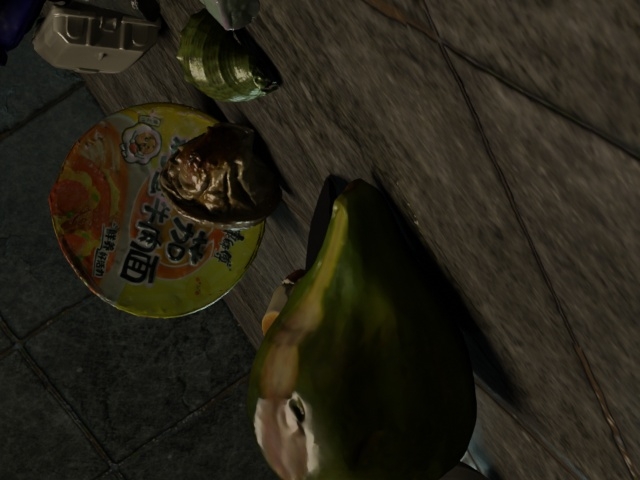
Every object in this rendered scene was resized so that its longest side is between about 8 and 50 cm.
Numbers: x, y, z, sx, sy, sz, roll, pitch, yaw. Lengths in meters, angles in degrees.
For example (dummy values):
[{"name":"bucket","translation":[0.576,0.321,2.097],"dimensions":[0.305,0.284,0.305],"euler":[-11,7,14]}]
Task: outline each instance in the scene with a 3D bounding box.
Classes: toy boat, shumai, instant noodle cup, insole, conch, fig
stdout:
[{"name":"toy boat","translation":[-0.285,-0.271,1.759],"dimensions":[0.140,0.141,0.269],"euler":[58,171,-19]},{"name":"shumai","translation":[-0.107,-0.084,1.598],"dimensions":[0.145,0.146,0.116],"euler":[50,148,34]},{"name":"instant noodle cup","translation":[-0.188,-0.035,1.793],"dimensions":[0.264,0.264,0.200],"euler":[55,-179,2]},{"name":"insole","translation":[0.000,0.000,1.386],"dimensions":[0.309,0.012,0.110],"euler":[122,153,-83]},{"name":"conch","translation":[-0.083,-0.164,1.289],"dimensions":[0.121,0.074,0.089],"euler":[31,-167,29]},{"name":"fig","translation":[0.042,0.080,1.206],"dimensions":[0.206,0.206,0.274],"euler":[-139,49,-60]}]

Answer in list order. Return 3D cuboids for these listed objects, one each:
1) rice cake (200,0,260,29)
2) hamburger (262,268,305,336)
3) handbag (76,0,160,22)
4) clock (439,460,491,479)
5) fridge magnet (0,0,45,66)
[{"name":"rice cake","translation":[-0.110,-0.268,1.027],"dimensions":[0.127,0.043,0.237],"euler":[49,168,41]},{"name":"hamburger","translation":[0.012,0.133,1.732],"dimensions":[0.173,0.116,0.210],"euler":[33,154,49]},{"name":"handbag","translation":[-0.264,-0.352,1.500],"dimensions":[0.270,0.089,0.175],"euler":[59,164,-24]},{"name":"clock","translation":[0.116,0.352,1.559],"dimensions":[0.230,0.230,0.083],"euler":[57,167,-10]},{"name":"fridge magnet","translation":[-0.382,-0.336,1.732],"dimensions":[0.113,0.265,0.265],"euler":[23,-177,-20]}]
